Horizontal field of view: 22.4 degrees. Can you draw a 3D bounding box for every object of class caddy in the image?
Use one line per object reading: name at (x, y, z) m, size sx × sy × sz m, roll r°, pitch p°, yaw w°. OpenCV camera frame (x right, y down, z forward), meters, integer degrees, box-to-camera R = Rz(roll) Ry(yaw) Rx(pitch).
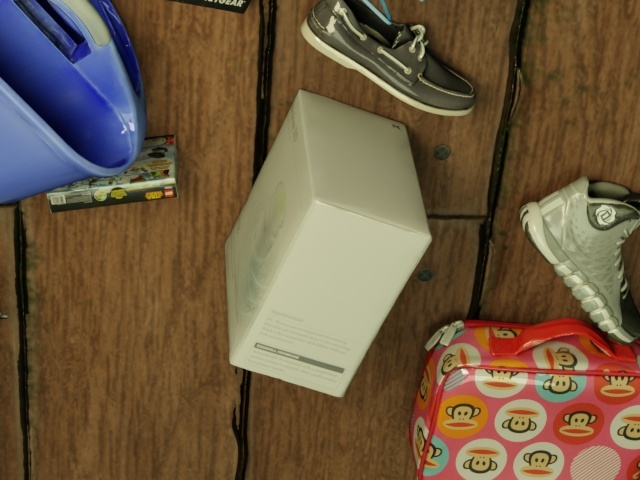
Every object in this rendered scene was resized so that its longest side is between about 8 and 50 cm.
caddy at (-0.292, -0.193, 1.531) m, size 0.179 × 0.241 × 0.341 m, roll -18°, pitch 138°, yaw 23°

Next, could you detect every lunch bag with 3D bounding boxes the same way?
lunch bag at (0.262, 0.200, 1.939) m, size 0.293 × 0.120 × 0.258 m, roll 6°, pitch 123°, yaw -8°

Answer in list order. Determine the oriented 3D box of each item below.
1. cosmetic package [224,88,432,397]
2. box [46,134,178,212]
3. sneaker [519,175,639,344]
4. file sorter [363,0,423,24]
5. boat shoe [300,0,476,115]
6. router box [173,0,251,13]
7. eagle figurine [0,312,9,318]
cosmetic package at (0.000, 0.000, 1.715) m, size 0.138 × 0.224 × 0.225 m, roll 19°, pitch 120°, yaw -17°
box at (-0.221, -0.072, 1.726) m, size 0.137 × 0.094 × 0.027 m, roll -7°, pitch 125°, yaw 0°
sneaker at (0.340, 0.016, 1.843) m, size 0.132 × 0.086 × 0.229 m, roll -36°, pitch 119°, yaw 15°
file sorter at (0.094, -0.310, 1.568) m, size 0.170 × 0.104 × 0.118 m, roll -34°, pitch 140°, yaw 17°
boat shoe at (0.082, -0.196, 1.681) m, size 0.206 × 0.075 × 0.065 m, roll 26°, pitch 122°, yaw -15°
router box at (-0.122, -0.296, 1.566) m, size 0.179 × 0.046 × 0.133 m, roll 3°, pitch 129°, yaw -42°
eagle figurine at (-0.500, 0.020, 1.738) m, size 0.298 × 0.225 × 0.226 m, roll -19°, pitch 174°, yaw -27°
